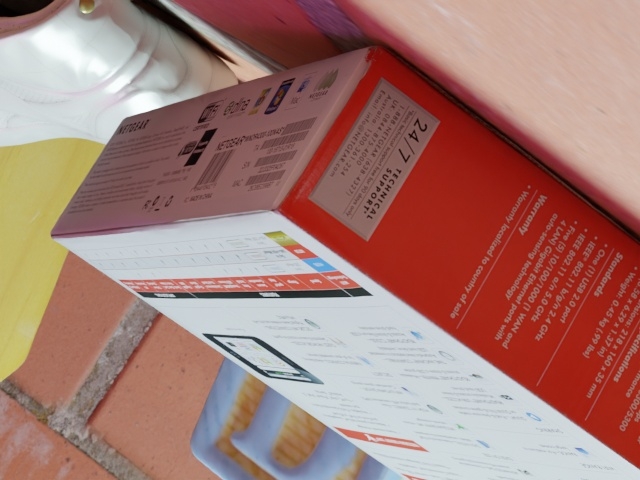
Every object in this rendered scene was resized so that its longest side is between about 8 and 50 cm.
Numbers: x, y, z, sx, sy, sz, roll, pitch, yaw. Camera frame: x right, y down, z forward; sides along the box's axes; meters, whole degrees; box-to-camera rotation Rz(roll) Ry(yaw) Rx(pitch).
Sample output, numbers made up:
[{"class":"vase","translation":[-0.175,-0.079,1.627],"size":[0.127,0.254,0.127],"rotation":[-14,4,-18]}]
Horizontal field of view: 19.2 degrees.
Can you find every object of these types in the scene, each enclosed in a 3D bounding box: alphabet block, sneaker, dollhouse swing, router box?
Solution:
[{"class":"alphabet block","translation":[0.057,0.125,1.399],"size":[0.197,0.192,0.193],"rotation":[13,-165,-45]},{"class":"sneaker","translation":[-0.200,-0.135,1.149],"size":[0.292,0.108,0.169],"rotation":[8,157,43]},{"class":"dollhouse swing","translation":[-0.349,-0.100,1.537],"size":[0.315,0.305,0.347],"rotation":[33,178,25]},{"class":"router box","translation":[0.051,0.043,0.915],"size":[0.301,0.082,0.335],"rotation":[36,165,-19]}]
